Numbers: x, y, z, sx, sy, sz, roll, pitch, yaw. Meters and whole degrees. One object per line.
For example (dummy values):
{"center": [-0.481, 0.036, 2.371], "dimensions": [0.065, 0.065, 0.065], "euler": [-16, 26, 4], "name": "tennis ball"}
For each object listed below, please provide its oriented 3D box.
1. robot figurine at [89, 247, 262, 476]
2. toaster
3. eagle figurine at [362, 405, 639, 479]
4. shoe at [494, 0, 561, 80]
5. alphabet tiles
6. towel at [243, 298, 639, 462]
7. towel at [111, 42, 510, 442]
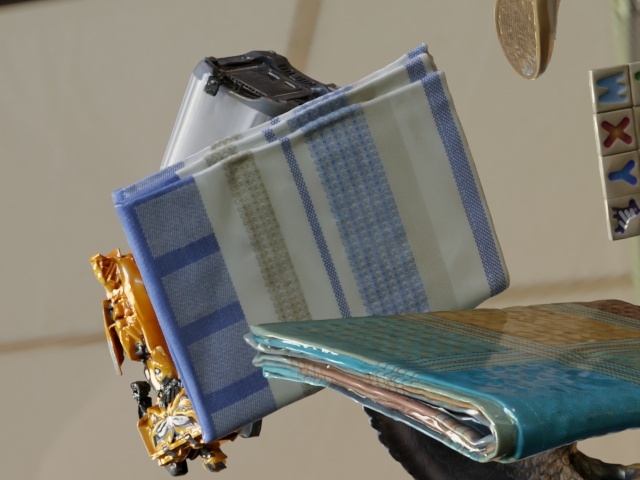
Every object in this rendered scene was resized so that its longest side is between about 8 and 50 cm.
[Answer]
{"center": [-0.168, 0.128, 2.097], "dimensions": [0.085, 0.291, 0.211], "euler": [0, -24, -45], "name": "robot figurine"}
{"center": [-0.077, -0.109, 1.921], "dimensions": [0.227, 0.129, 0.146], "euler": [-22, -42, -65], "name": "toaster"}
{"center": [0.170, 0.169, 1.658], "dimensions": [0.298, 0.225, 0.226], "euler": [26, -33, 15], "name": "eagle figurine"}
{"center": [0.211, -0.248, 1.765], "dimensions": [0.058, 0.076, 0.219], "euler": [-27, -42, -20], "name": "shoe"}
{"center": [0.351, -0.056, 1.702], "dimensions": [0.198, 0.237, 0.009], "euler": [-11, 8, -20], "name": "alphabet tiles"}
{"center": [0.171, 0.089, 1.274], "dimensions": [0.370, 0.271, 0.040], "euler": [-2, -79, -37], "name": "towel"}
{"center": [0.000, 0.000, 1.363], "dimensions": [0.285, 0.034, 0.209], "euler": [-26, -74, -21], "name": "towel"}
